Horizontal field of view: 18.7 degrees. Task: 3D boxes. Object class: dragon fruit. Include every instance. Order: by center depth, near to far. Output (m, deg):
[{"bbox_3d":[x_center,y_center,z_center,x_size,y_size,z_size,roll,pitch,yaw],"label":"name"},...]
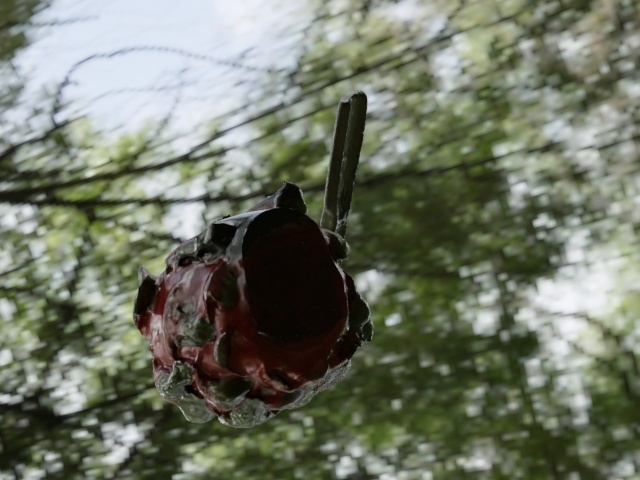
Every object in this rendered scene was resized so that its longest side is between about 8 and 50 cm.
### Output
[{"bbox_3d":[-0.051,0.049,1.347,0.160,0.172,0.166,31,-115,-20],"label":"dragon fruit"}]

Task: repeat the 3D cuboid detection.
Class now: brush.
[{"bbox_3d":[0.000,0.000,1.552,0.043,0.036,0.248,-50,-29,-65],"label":"brush"}]
